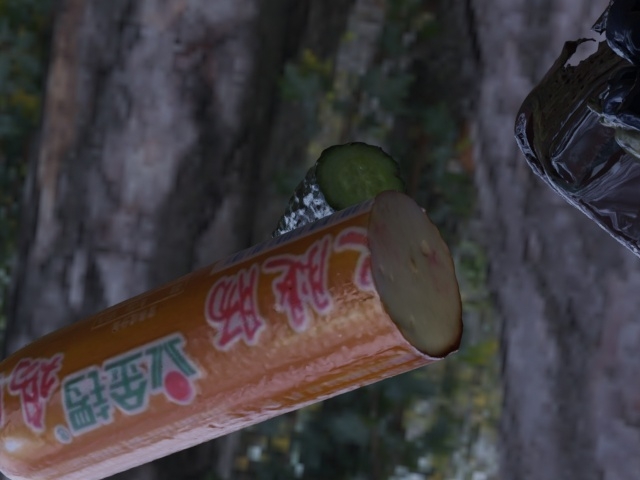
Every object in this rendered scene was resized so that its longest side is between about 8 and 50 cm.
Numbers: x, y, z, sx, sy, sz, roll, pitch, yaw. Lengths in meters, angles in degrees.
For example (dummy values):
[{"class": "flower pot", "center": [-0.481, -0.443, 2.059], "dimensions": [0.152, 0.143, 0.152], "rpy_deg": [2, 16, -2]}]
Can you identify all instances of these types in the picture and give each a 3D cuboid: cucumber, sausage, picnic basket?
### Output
[{"class": "cucumber", "center": [0.000, 0.000, 1.288], "dimensions": [0.067, 0.067, 0.293], "rpy_deg": [6, 165, -9]}, {"class": "sausage", "center": [-0.077, 0.068, 0.998], "dimensions": [0.312, 0.093, 0.093], "rpy_deg": [-22, 172, 27]}, {"class": "picnic basket", "center": [0.314, -0.056, 1.463], "dimensions": [0.297, 0.222, 0.129], "rpy_deg": [36, -158, -7]}]

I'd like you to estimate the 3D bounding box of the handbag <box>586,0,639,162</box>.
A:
[{"class": "handbag", "center": [0.330, -0.066, 1.170], "dimensions": [0.329, 0.122, 0.303], "rpy_deg": [21, -170, 6]}]
